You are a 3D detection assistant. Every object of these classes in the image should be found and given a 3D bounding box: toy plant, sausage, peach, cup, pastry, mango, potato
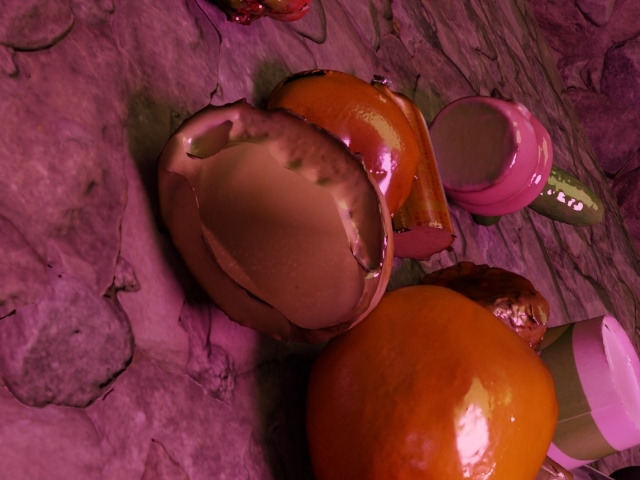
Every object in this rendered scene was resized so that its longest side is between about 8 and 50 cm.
[{"bbox_3d":[0.341,-0.128,1.665,0.317,0.211,0.356,35,3,26],"label":"toy plant"},{"bbox_3d":[0.115,-0.129,1.416,0.125,0.117,0.318,12,58,-42],"label":"sausage"},{"bbox_3d":[0.110,0.209,1.027,0.308,0.289,0.289,-48,116,-25],"label":"peach"},{"bbox_3d":[0.334,0.241,1.360,0.253,0.273,0.253,38,41,-42],"label":"cup"},{"bbox_3d":[0.216,0.105,1.309,0.218,0.228,0.100,-27,121,-51],"label":"pastry"},{"bbox_3d":[0.032,-0.137,1.250,0.236,0.166,0.136,32,-2,-19],"label":"mango"},{"bbox_3d":[-0.026,-0.019,1.000,0.285,0.243,0.242,29,20,22],"label":"potato"}]

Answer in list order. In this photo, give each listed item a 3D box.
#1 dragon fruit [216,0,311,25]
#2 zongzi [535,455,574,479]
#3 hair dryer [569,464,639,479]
[{"bbox_3d":[-0.062,-0.411,1.196,0.302,0.231,0.237,31,38,-69],"label":"dragon fruit"},{"bbox_3d":[0.212,0.322,1.179,0.205,0.094,0.204,39,46,23],"label":"zongzi"},{"bbox_3d":[0.482,0.532,1.637,0.320,0.155,0.284,19,74,-38],"label":"hair dryer"}]
